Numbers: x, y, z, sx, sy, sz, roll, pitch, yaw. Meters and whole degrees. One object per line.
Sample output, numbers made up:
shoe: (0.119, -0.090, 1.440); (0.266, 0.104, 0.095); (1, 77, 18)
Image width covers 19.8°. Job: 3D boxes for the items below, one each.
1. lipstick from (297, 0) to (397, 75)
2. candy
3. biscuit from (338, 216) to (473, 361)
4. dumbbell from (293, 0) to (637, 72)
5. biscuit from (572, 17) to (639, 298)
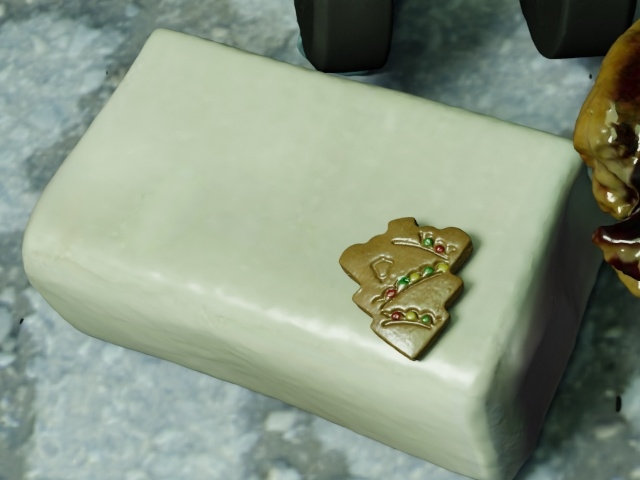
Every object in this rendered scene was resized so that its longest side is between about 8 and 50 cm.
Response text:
lipstick: (0.047, -0.256, 1.364); (0.068, 0.061, 0.274); (10, 69, 18)
candy: (-0.002, 0.001, 1.209); (0.358, 0.145, 0.208); (19, 73, 24)
biscuit: (0.050, 0.028, 1.087); (0.082, 0.016, 0.092); (-7, 61, 14)
dumbbell: (0.092, -0.193, 1.233); (0.218, 0.152, 0.153); (-4, 62, -6)
biscuit: (0.307, -0.011, 1.102); (0.334, 0.081, 0.289); (41, 63, 11)
